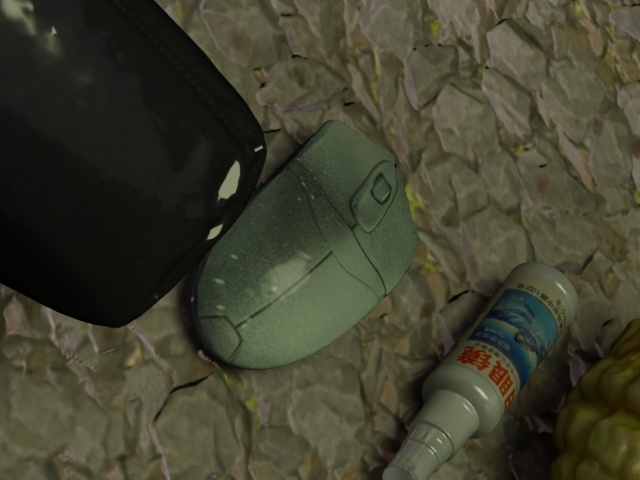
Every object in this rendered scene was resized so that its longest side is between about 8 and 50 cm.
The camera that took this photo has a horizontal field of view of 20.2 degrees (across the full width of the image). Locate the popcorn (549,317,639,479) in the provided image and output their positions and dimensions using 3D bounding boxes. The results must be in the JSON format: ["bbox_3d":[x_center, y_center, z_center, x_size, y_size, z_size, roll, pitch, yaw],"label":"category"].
[{"bbox_3d":[0.288,0.154,1.267,0.270,0.224,0.257,34,80,-48],"label":"popcorn"}]

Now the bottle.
[{"bbox_3d":[0.107,0.097,1.235,0.060,0.060,0.217,55,50,-13],"label":"bottle"}]

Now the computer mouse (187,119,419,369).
[{"bbox_3d":[0.003,0.000,1.167,0.113,0.068,0.229,56,48,-14],"label":"computer mouse"}]

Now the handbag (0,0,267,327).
[{"bbox_3d":[-0.211,-0.099,0.931,0.302,0.275,0.178,44,77,-29],"label":"handbag"}]
